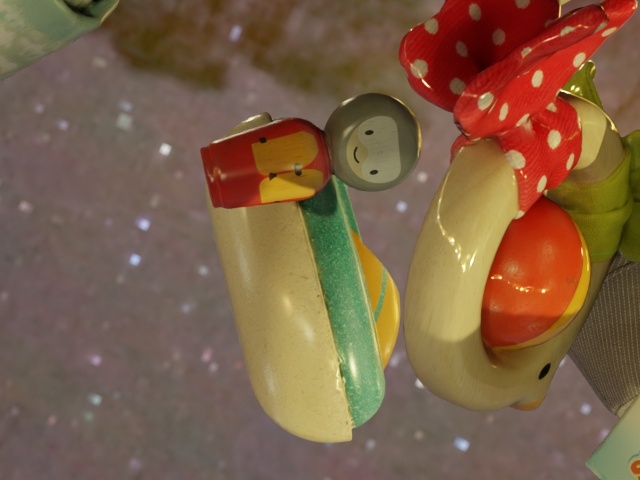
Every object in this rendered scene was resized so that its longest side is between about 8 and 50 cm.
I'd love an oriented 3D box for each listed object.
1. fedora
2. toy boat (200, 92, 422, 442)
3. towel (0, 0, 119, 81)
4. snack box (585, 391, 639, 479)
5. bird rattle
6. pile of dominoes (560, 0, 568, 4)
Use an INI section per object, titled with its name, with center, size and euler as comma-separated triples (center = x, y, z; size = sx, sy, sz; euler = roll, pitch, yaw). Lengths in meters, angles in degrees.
[fedora]
center = 0.258, 0.028, 1.224
size = 0.275, 0.243, 0.124
euler = -24, -106, -14
[toy boat]
center = 0.000, 0.000, 1.416
size = 0.148, 0.318, 0.267
euler = -13, -116, -4
[towel]
center = -0.256, -0.239, 1.360
size = 0.090, 0.320, 0.374
euler = 32, -132, -36
[snack box]
center = 0.279, 0.056, 1.032
size = 0.060, 0.187, 0.322
euler = 42, -159, 27
[bird rattle]
center = 0.109, -0.014, 0.942
size = 0.143, 0.207, 0.253
euler = 21, 177, 22
[pile of dominoes]
center = 0.207, -0.240, 0.974
size = 0.040, 0.251, 0.196
euler = 39, -131, -22
